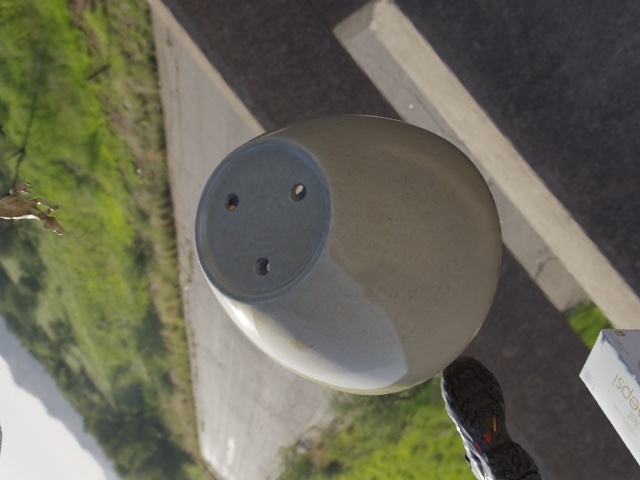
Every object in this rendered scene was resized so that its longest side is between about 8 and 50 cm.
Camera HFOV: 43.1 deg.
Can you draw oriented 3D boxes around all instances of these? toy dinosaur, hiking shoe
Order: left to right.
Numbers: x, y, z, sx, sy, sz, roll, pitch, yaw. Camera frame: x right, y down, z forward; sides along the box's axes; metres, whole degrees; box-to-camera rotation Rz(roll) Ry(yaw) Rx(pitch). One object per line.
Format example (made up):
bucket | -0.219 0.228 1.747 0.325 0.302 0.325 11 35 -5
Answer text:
toy dinosaur | -0.453 -0.048 1.178 0.092 0.183 0.053 -72 -12 -70
hiking shoe | 0.222 0.273 1.135 0.114 0.086 0.227 97 158 -53

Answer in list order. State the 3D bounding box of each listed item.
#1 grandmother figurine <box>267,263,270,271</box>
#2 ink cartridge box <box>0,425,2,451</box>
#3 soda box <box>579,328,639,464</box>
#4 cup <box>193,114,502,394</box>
grandmother figurine | 0.024 0.081 1.196 0.342 0.104 0.208 19 111 27
ink cartridge box | -0.380 0.161 0.714 0.066 0.189 0.232 39 123 37
soda box | 0.342 0.180 0.787 0.216 0.073 0.069 -110 27 -53
cup | 0.000 0.000 0.884 0.331 0.331 0.237 39 -168 31
